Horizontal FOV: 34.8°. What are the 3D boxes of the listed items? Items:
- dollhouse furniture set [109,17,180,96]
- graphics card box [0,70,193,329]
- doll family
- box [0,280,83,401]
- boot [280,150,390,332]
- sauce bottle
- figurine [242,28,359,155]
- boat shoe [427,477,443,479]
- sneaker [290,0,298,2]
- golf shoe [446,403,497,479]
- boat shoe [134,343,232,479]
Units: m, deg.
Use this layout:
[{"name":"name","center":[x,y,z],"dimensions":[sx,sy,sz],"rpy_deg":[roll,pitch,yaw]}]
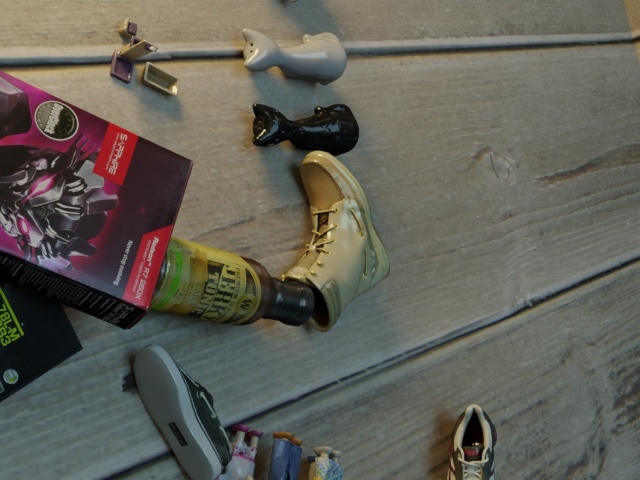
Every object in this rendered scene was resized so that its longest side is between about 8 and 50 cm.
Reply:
[{"name":"dollhouse furniture set","center":[-0.240,-0.276,1.530],"dimensions":[0.114,0.081,0.091],"rpy_deg":[25,62,-41]},{"name":"graphics card box","center":[-0.359,-0.065,1.263],"dimensions":[0.371,0.094,0.232],"rpy_deg":[25,59,-20]},{"name":"doll family","center":[-0.040,0.382,1.533],"dimensions":[0.263,0.118,0.163],"rpy_deg":[30,56,-36]},{"name":"box","center":[-0.412,0.097,1.270],"dimensions":[0.184,0.045,0.190],"rpy_deg":[-33,104,-44]},{"name":"boot","center":[0.000,0.000,1.706],"dimensions":[0.203,0.095,0.262],"rpy_deg":[-41,113,-44]},{"name":"sauce bottle","center":[-0.151,0.066,1.509],"dimensions":[0.344,0.111,0.111],"rpy_deg":[14,69,-43]},{"name":"figurine","center":[-0.046,-0.254,1.735],"dimensions":[0.209,0.092,0.214],"rpy_deg":[-2,80,-43]},{"name":"boat shoe","center":[0.142,0.524,1.697],"dimensions":[0.096,0.117,0.324],"rpy_deg":[53,52,-27]},{"name":"sneaker","center":[-0.094,-0.528,1.739],"dimensions":[0.281,0.105,0.115],"rpy_deg":[41,52,-32]},{"name":"golf shoe","center":[0.265,0.428,1.831],"dimensions":[0.120,0.105,0.272],"rpy_deg":[74,18,-55]},{"name":"boat shoe","center":[-0.192,0.237,1.449],"dimensions":[0.070,0.078,0.219],"rpy_deg":[-40,112,-51]}]
